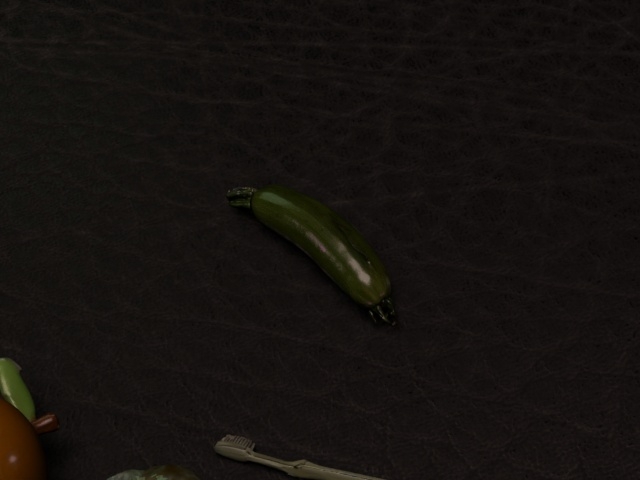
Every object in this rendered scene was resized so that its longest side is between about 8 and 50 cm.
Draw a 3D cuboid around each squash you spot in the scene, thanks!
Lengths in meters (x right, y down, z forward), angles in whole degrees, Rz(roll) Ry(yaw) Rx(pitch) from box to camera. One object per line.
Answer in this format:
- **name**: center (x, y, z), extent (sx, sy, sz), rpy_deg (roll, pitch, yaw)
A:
- **squash**: center (0.001, -0.002, 1.912), extent (0.080, 0.071, 0.318), rpy_deg (-40, 56, -18)

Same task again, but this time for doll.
- **doll**: center (-0.399, 0.257, 1.725), extent (0.213, 0.213, 0.236), rpy_deg (32, 51, 30)

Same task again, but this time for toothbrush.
- **toothbrush**: center (0.007, 0.276, 1.730), extent (0.294, 0.026, 0.028), rpy_deg (13, 42, 20)

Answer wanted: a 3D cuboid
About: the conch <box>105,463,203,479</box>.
- **conch**: center (-0.178, 0.319, 1.691), extent (0.173, 0.106, 0.116), rpy_deg (-10, 59, 22)
